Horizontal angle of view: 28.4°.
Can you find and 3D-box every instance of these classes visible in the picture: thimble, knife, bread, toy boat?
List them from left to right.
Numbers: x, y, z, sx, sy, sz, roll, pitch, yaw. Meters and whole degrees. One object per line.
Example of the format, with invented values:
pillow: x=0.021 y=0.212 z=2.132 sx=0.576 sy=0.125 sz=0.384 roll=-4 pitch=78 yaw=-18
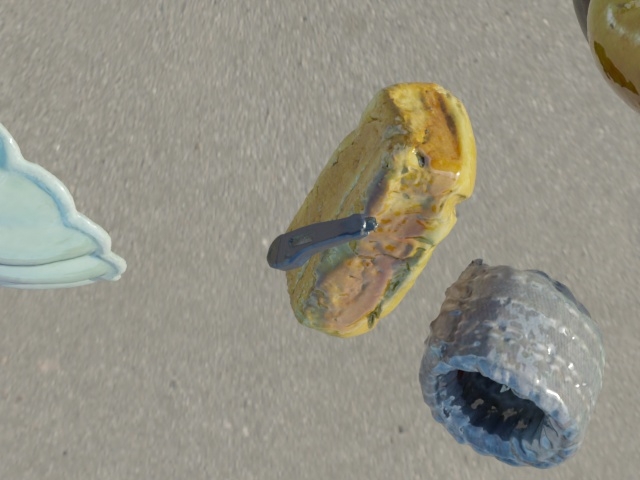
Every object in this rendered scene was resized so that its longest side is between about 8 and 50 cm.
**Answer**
toy boat: x=-0.268 y=-0.052 z=0.916 sx=0.100 sy=0.199 sz=0.290 roll=-45 pitch=111 yaw=-17
knife: x=0.000 y=0.000 z=1.063 sx=0.018 sy=0.031 sz=0.121 roll=16 pitch=155 yaw=-41
bread: x=0.063 y=-0.034 z=1.410 sx=0.132 sy=0.167 sz=0.294 roll=21 pitch=130 yaw=-16
thimble: x=0.228 y=0.146 z=1.508 sx=0.205 sy=0.172 sz=0.236 roll=-12 pitch=132 yaw=44

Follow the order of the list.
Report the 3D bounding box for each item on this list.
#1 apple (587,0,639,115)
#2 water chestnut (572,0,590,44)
apple: x=0.370 y=-0.203 z=1.062 sx=0.302 sy=0.301 sz=0.301 roll=-1 pitch=113 yaw=-2
water chestnut: x=0.508 y=-0.321 z=1.648 sx=0.350 sy=0.350 sz=0.302 roll=39 pitch=137 yaw=-17
